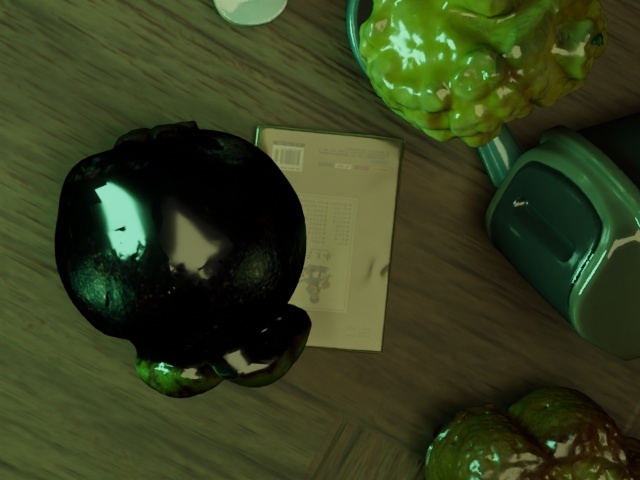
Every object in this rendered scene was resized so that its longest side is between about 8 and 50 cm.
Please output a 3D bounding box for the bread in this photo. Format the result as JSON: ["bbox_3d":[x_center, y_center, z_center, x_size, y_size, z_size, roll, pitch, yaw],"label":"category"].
[{"bbox_3d":[0.210,0.249,1.569,0.232,0.135,0.246,-27,100,-10],"label":"bread"}]

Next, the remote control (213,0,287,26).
[{"bbox_3d":[-0.073,-0.299,1.519,0.073,0.044,0.229,-8,88,-12],"label":"remote control"}]

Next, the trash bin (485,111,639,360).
[{"bbox_3d":[0.309,-0.021,1.518,0.290,0.209,0.182,-20,122,-13],"label":"trash bin"}]

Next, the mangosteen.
[{"bbox_3d":[-0.112,0.016,1.455,0.243,0.243,0.243,-1,96,-9],"label":"mangosteen"}]

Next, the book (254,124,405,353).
[{"bbox_3d":[0.000,0.000,1.571,0.138,0.016,0.198,6,94,-10],"label":"book"}]

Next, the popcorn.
[{"bbox_3d":[0.134,-0.187,1.469,0.218,0.169,0.189,-31,92,-16],"label":"popcorn"}]

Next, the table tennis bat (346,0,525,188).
[{"bbox_3d":[0.120,-0.158,1.569,0.153,0.040,0.244,-29,95,-8],"label":"table tennis bat"}]
